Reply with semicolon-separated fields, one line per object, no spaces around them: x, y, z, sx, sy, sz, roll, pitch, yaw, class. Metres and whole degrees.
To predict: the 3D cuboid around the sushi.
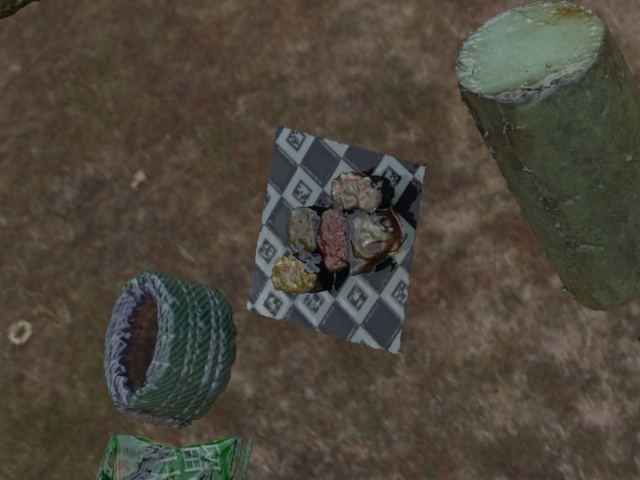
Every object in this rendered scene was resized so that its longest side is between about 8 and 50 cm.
0.000;0.000;1.803;0.292;0.059;0.294;16;105;37;sushi

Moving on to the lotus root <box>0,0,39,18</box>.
-0.305;-0.288;0.916;0.173;0.173;0.309;-35;75;3;lotus root

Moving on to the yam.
0.261;-0.086;1.263;0.168;0.304;0.168;-24;33;17;yam

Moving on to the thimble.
-0.141;0.100;1.165;0.118;0.090;0.135;-37;47;39;thimble

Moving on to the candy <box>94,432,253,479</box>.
-0.194;0.317;1.611;0.203;0.078;0.141;3;75;13;candy

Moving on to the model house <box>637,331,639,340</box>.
0.545;0.140;1.727;0.148;0.120;0.148;-11;12;40;model house
